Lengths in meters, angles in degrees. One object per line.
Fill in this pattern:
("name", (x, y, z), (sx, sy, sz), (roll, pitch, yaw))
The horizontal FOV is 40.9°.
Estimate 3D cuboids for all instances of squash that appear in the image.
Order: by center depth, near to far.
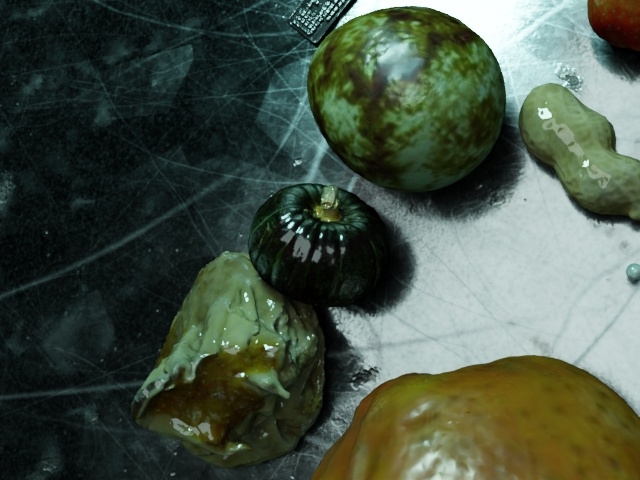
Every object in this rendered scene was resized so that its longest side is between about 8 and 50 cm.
("squash", (-0.001, 0.005, 1.171), (0.156, 0.193, 0.193), (-48, 62, 51))

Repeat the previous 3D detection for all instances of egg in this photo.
("egg", (0.105, -0.193, 1.134), (0.289, 0.238, 0.238), (37, 95, 33))

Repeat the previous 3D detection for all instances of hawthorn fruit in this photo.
("hawthorn fruit", (0.185, 0.352, 0.932), (0.472, 0.472, 0.471), (-3, 80, 20))
("hawthorn fruit", (0.405, -0.313, 1.102), (0.133, 0.133, 0.138), (15, 90, 22))

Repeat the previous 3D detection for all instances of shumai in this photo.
("shumai", (-0.147, 0.154, 1.157), (0.267, 0.262, 0.314), (-5, 78, 19))

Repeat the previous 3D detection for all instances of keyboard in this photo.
("keyboard", (0.030, -0.396, 1.313), (0.074, 0.015, 0.196), (42, 96, 22))

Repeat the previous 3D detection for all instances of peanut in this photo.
("peanut", (0.345, -0.112, 1.112), (0.104, 0.085, 0.228), (-33, 71, -7))

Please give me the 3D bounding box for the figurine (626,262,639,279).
("figurine", (0.521, 0.017, 1.013), (0.274, 0.133, 0.194), (-6, 45, -4))
